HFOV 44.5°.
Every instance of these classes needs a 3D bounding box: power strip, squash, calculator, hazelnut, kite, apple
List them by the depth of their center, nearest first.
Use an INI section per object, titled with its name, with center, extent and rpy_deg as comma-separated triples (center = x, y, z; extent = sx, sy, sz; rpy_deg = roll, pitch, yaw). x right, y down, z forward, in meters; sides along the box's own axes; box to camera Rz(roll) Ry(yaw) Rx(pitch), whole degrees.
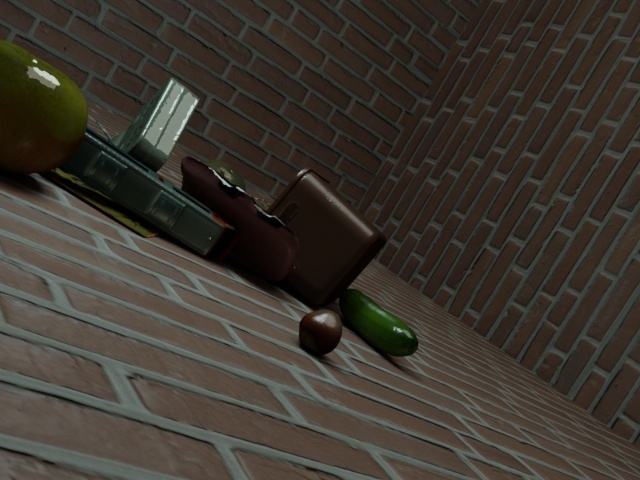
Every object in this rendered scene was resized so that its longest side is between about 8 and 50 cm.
[apple]
center = -0.518, -0.221, 1.310
extent = 0.260, 0.194, 0.261
rpy_deg = 30, 6, -4
[hazelnut]
center = 0.001, 0.155, 1.346
extent = 0.086, 0.086, 0.086
rpy_deg = 31, 5, -3
[kite]
center = -0.440, -0.091, 1.561
extent = 0.327, 0.013, 0.377
rpy_deg = 25, 8, -44
[calculator]
center = -0.182, -0.032, 1.676
extent = 0.329, 0.048, 0.220
rpy_deg = 35, -37, 6
[power strip]
center = -0.372, -0.191, 1.695
extent = 0.141, 0.230, 0.261
rpy_deg = 37, -43, -22
[squash]
center = 0.117, 0.184, 1.750
extent = 0.082, 0.082, 0.292
rpy_deg = 28, 4, -35

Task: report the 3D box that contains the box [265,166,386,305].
[box]
center = 0.000, 0.000, 1.876
extent = 0.229, 0.239, 0.339
rpy_deg = 41, 4, 8

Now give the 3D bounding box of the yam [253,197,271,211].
[yam]
center = -0.211, -0.058, 1.975
extent = 0.129, 0.128, 0.238
rpy_deg = 66, 18, 9

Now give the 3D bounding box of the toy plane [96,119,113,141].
[toy plane]
center = -0.560, -0.252, 2.231
extent = 0.226, 0.058, 0.226
rpy_deg = 46, -1, -18

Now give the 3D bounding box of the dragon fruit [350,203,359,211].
[dragon fruit]
center = -0.007, -0.012, 2.172
extent = 0.302, 0.231, 0.237
rpy_deg = 20, 9, 31

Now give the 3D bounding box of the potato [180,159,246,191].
[potato]
center = -0.298, -0.139, 2.157
extent = 0.177, 0.160, 0.235
rpy_deg = 7, 14, 13

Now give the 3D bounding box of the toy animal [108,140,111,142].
[toy animal]
center = -0.549, -0.213, 1.667
extent = 0.232, 0.085, 0.148
rpy_deg = 34, 12, 40

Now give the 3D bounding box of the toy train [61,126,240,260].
[toy train]
center = -0.332, -0.084, 1.538
extent = 0.409, 0.086, 0.089
rpy_deg = 35, 7, -23
